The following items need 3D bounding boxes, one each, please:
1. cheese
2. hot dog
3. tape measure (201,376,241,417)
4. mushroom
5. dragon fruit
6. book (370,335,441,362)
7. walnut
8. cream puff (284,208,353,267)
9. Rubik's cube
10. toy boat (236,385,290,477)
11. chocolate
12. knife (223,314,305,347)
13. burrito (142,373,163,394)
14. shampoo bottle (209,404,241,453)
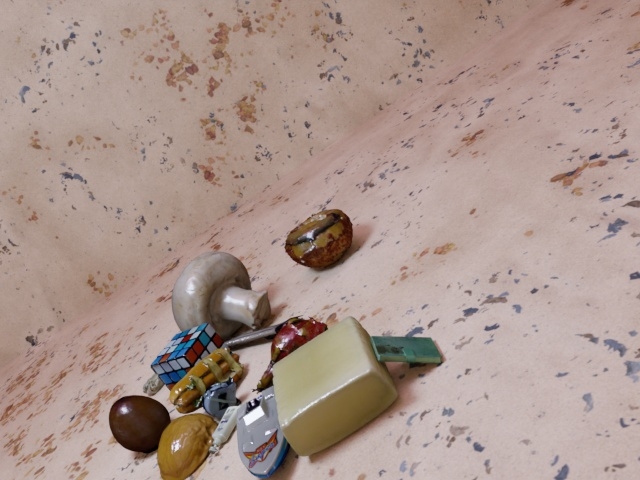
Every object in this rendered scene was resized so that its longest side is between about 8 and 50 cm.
[{"bbox_3d":[0.022,0.310,1.538,0.242,0.124,0.265,-37,19,5],"label":"cheese"},{"bbox_3d":[-0.300,0.375,1.895,0.072,0.109,0.269,-43,-4,38],"label":"hot dog"},{"bbox_3d":[-0.257,0.410,1.828,0.094,0.091,0.054,-25,19,-30],"label":"tape measure"},{"bbox_3d":[-0.301,0.182,2.193,0.290,0.297,0.297,8,41,31],"label":"mushroom"},{"bbox_3d":[-0.080,0.290,1.769,0.246,0.125,0.125,-50,26,-21],"label":"dragon fruit"},{"bbox_3d":[0.181,0.230,1.502,0.135,0.017,0.103,3,18,-6],"label":"book"},{"bbox_3d":[-0.344,0.496,1.765,0.167,0.087,0.211,-26,20,14],"label":"walnut"},{"bbox_3d":[0.001,0.000,2.277,0.240,0.164,0.240,-24,8,3],"label":"cream puff"},{"bbox_3d":[-0.361,0.352,2.036,0.154,0.155,0.151,-21,23,34],"label":"Rubik's cube"},{"bbox_3d":[-0.123,0.425,1.554,0.129,0.088,0.295,-34,18,4],"label":"toy boat"},{"bbox_3d":[-0.495,0.489,1.930,0.177,0.176,0.176,-31,19,12],"label":"chocolate"},{"bbox_3d":[-0.185,0.283,2.092,0.365,0.043,0.089,-22,-11,39],"label":"knife"},{"bbox_3d":[-0.498,0.420,2.279,0.058,0.045,0.188,-7,31,42],"label":"burrito"},{"bbox_3d":[-0.236,0.465,1.739,0.049,0.034,0.141,-14,28,32],"label":"shampoo bottle"}]
